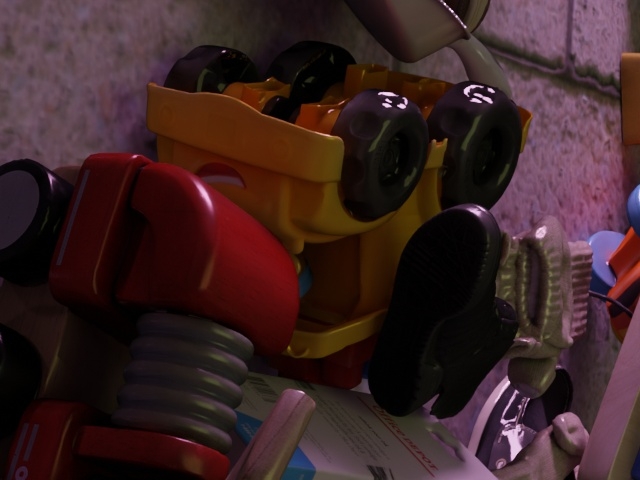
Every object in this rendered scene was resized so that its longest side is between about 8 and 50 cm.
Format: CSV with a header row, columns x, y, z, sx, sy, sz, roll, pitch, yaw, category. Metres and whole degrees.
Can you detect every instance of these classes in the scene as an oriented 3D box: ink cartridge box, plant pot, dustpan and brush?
x,y,z,sx,sy,sz,roll,pitch,yaw,category
0.004,0.127,0.881,0.180,0.104,0.060,15,108,-37,ink cartridge box
0.318,-0.126,1.400,0.081,0.083,0.081,-11,100,-55,plant pot
0.058,-0.142,0.978,0.060,0.147,0.211,-37,132,-2,dustpan and brush

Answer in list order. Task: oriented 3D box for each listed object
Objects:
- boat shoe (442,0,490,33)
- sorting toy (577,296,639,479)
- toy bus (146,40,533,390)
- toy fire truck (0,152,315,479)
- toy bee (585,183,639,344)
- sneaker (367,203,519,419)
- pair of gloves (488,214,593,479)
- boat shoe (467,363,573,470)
x,y,z,sx,sy,sz,roll,pitch,yaw,category
0.044,-0.248,1.018,0.095,0.095,0.257,-18,109,-29,boat shoe
0.314,0.100,1.147,0.257,0.089,0.255,36,72,-48,sorting toy
0.000,0.000,0.919,0.220,0.149,0.211,-10,115,-54,toy bus
-0.069,0.066,0.709,0.158,0.246,0.217,38,61,-49,toy fire truck
0.279,0.044,1.290,0.298,0.195,0.162,-38,79,-23,toy bee
0.078,0.041,0.897,0.089,0.051,0.170,-19,141,-44,sneaker
0.147,0.105,1.048,0.204,0.042,0.240,17,77,-65,pair of gloves
0.144,0.179,1.167,0.233,0.079,0.084,-56,132,-40,boat shoe
